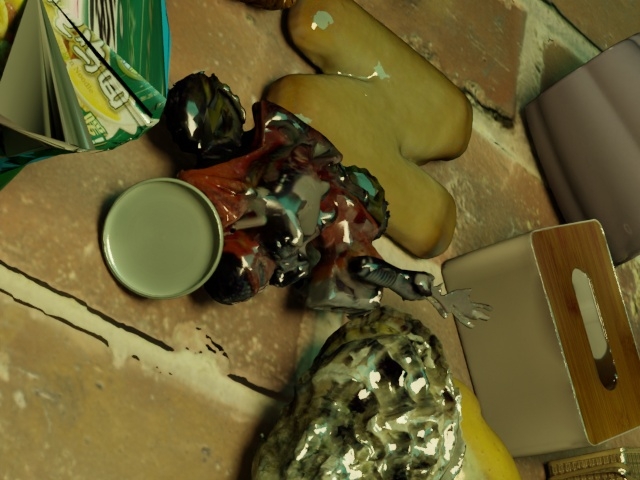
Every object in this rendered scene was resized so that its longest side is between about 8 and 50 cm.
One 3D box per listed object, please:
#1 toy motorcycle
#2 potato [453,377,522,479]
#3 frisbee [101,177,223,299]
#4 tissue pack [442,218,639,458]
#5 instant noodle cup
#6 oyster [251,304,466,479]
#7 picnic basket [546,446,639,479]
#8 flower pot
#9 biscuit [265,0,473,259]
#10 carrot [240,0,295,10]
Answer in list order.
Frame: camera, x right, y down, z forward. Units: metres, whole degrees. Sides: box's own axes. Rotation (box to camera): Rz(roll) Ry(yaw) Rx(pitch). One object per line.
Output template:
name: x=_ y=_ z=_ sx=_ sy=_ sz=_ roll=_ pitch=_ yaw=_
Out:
toy motorcycle: x=0.000 y=0.000 z=1.328 sx=0.401 sy=0.134 sz=0.207 roll=29 pitch=56 yaw=-35
potato: x=0.134 y=0.280 z=1.358 sx=0.173 sy=0.140 sz=0.300 roll=-19 pitch=84 yaw=-37
frisbee: x=-0.142 y=-0.002 z=1.210 sx=0.014 sy=0.110 sz=0.110 roll=-55 pitch=124 yaw=-88
tissue pack: x=0.263 y=0.116 z=1.564 sx=0.159 sy=0.136 sz=0.246 roll=-10 pitch=82 yaw=-48
instant noodle cup: x=-0.260 y=-0.153 z=1.069 sx=0.240 sy=0.178 sz=0.240 roll=20 pitch=61 yaw=-42
oyster: x=0.016 y=0.219 z=1.224 sx=0.158 sy=0.162 sz=0.351 roll=51 pitch=56 yaw=-26
picnic basket: x=0.357 y=0.296 z=1.611 sx=0.164 sy=0.115 sz=0.079 roll=10 pitch=66 yaw=-45
flower pot: x=0.398 y=-0.120 z=1.743 sx=0.265 sy=0.265 sz=0.243 roll=-29 pitch=83 yaw=-49
biscuit: x=0.062 y=-0.136 z=1.501 sx=0.291 sy=0.062 sz=0.236 roll=35 pitch=53 yaw=-32
carrot: x=-0.115 y=-0.290 z=1.368 sx=0.229 sy=0.069 sz=0.068 roll=13 pitch=66 yaw=-42
